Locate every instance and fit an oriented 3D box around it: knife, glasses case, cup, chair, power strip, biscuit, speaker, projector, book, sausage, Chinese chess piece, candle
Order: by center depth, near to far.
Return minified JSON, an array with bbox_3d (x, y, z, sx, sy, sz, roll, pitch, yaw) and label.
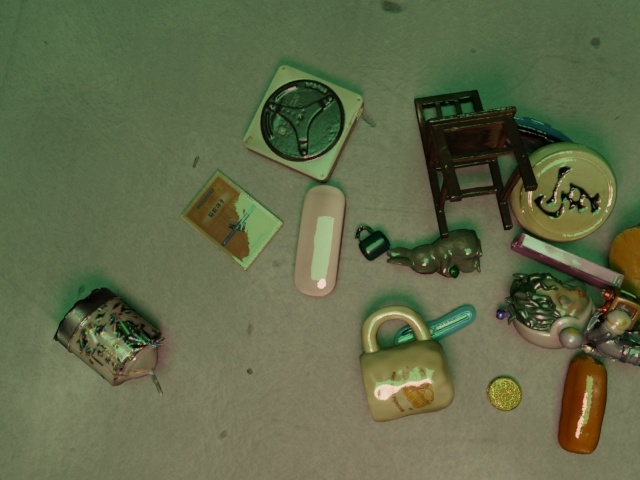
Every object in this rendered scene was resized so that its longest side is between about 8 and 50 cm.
[{"bbox_3d":[0.637,0.397,1.395,0.098,0.098,0.238,11,84,7],"label":"sausage"},{"bbox_3d":[0.353,-0.247,1.397,0.203,0.240,0.416,-9,68,4],"label":"chair"},{"bbox_3d":[0.204,0.302,1.423,0.202,0.173,0.255,-14,61,5],"label":"cup"},{"bbox_3d":[0.599,-0.118,1.432,0.250,0.101,0.250,1,105,5],"label":"Chinese chess piece"},{"bbox_3d":[0.608,0.054,1.438,0.279,0.109,0.037,25,86,9],"label":"power strip"},{"bbox_3d":[0.460,0.384,1.447,0.084,0.023,0.084,-1,81,5],"label":"biscuit"},{"bbox_3d":[-0.504,0.274,1.475,0.330,0.187,0.187,37,86,8],"label":"candle"},{"bbox_3d":[0.295,0.226,1.482,0.222,0.031,0.064,-23,82,2],"label":"knife"},{"bbox_3d":[0.000,0.000,1.523,0.113,0.075,0.297,7,81,7],"label":"glasses case"},{"bbox_3d":[0.134,0.004,1.527,0.075,0.060,0.094,-33,45,0],"label":"speaker"},{"bbox_3d":[-0.047,-0.321,1.573,0.259,0.079,0.257,25,86,10],"label":"projector"},{"bbox_3d":[-0.243,-0.056,1.584,0.242,0.018,0.170,38,87,10],"label":"book"}]

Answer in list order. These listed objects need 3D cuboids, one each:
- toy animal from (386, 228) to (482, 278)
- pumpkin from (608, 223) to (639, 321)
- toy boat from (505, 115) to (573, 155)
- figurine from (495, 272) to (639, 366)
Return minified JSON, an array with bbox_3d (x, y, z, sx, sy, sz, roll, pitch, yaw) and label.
[{"bbox_3d":[0.297,0.040,1.485,0.236,0.108,0.138,-7,51,18],"label":"toy animal"},{"bbox_3d":[0.859,0.081,1.317,0.199,0.332,0.332,-24,80,-9],"label":"pumpkin"},{"bbox_3d":[0.569,-0.262,1.507,0.223,0.100,0.097,24,49,3],"label":"toy boat"},{"bbox_3d":[0.620,0.188,1.361,0.382,0.261,0.186,18,106,17],"label":"figurine"}]
